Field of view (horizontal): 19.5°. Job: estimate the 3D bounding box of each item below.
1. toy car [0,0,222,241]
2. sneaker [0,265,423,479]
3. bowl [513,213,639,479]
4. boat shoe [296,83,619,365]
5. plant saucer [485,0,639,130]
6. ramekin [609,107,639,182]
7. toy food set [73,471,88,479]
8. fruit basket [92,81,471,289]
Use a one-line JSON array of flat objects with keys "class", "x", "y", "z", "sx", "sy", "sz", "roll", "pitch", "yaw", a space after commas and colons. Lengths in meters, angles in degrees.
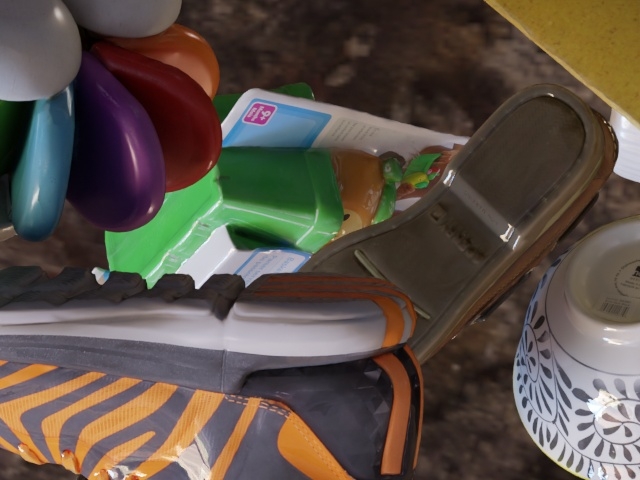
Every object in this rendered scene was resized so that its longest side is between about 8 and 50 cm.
[{"class": "toy car", "x": -0.125, "y": -0.064, "z": 0.980, "sx": 0.182, "sy": 0.136, "sz": 0.159, "roll": -37, "pitch": -20, "yaw": -43}, {"class": "sneaker", "x": -0.110, "y": 0.109, "z": 0.924, "sx": 0.124, "sy": 0.321, "sz": 0.180, "roll": -36, "pitch": -54, "yaw": -74}, {"class": "bowl", "x": 0.174, "y": 0.040, "z": 0.987, "sx": 0.170, "sy": 0.170, "sz": 0.080, "roll": -50, "pitch": -42, "yaw": -21}, {"class": "boat shoe", "x": 0.088, "y": 0.022, "z": 1.311, "sx": 0.307, "sy": 0.111, "sz": 0.104, "roll": -38, "pitch": -23, "yaw": 11}, {"class": "plant saucer", "x": 0.225, "y": -0.110, "z": 1.044, "sx": 0.333, "sy": 0.333, "sz": 0.081, "roll": 12, "pitch": -62, "yaw": -50}, {"class": "ramekin", "x": 0.334, "y": -0.144, "z": 1.749, "sx": 0.207, "sy": 0.109, "sz": 0.207, "roll": 11, "pitch": -90, "yaw": -79}, {"class": "toy food set", "x": -0.143, "y": 0.221, "z": 1.500, "sx": 0.192, "sy": 0.132, "sz": 0.038, "roll": 36, "pitch": -83, "yaw": -8}, {"class": "fruit basket", "x": 0.000, "y": 0.000, "z": 1.680, "sx": 0.353, "sy": 0.327, "sz": 0.165, "roll": 15, "pitch": -130, "yaw": -31}]
